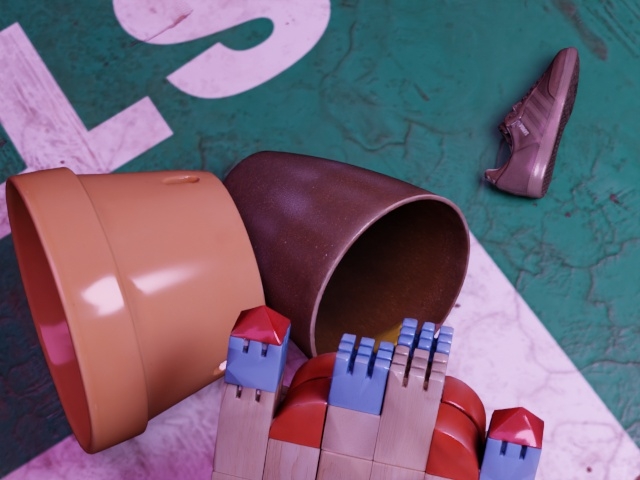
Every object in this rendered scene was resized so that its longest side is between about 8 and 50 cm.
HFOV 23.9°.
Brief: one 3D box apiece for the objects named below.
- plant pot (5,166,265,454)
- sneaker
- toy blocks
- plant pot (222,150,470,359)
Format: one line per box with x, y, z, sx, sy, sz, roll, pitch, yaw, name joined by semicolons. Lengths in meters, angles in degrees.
-0.184;0.048;1.543;0.203;0.291;0.291;-17;60;-17;plant pot
0.235;-0.137;1.663;0.071;0.066;0.188;12;66;17;sneaker
0.053;0.189;1.389;0.381;0.261;0.191;12;25;6;toy blocks
0.000;0.000;1.574;0.215;0.215;0.230;-44;51;-13;plant pot
